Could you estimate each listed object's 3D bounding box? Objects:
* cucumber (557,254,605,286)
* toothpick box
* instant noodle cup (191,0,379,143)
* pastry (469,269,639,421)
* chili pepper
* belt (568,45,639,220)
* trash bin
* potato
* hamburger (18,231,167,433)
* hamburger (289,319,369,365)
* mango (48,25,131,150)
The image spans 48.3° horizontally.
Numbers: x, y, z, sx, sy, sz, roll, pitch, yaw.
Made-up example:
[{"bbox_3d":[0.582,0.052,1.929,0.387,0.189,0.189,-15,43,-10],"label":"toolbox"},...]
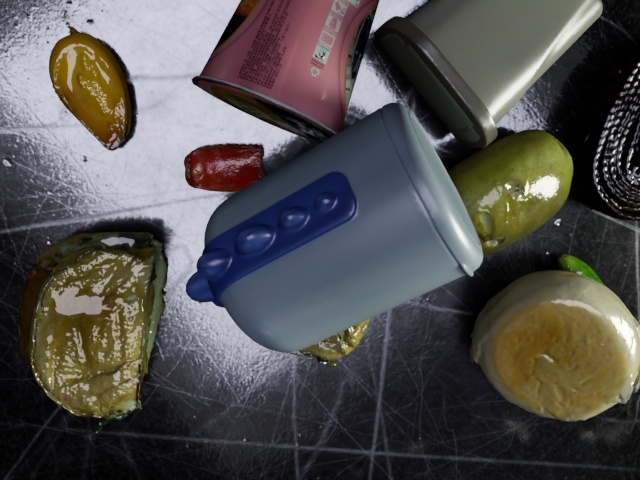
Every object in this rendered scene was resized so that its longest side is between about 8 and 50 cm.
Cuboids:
[{"bbox_3d":[0.470,0.125,1.193,0.056,0.056,0.250,-31,100,2],"label":"cucumber"},{"bbox_3d":[0.000,0.000,0.924,0.355,0.263,0.263,-28,102,15],"label":"toothpick box"},{"bbox_3d":[-0.026,-0.289,1.006,0.244,0.244,0.255,22,90,-8],"label":"instant noodle cup"},{"bbox_3d":[0.373,0.167,1.133,0.265,0.133,0.264,4,109,12],"label":"pastry"},{"bbox_3d":[-0.148,-0.113,1.094,0.123,0.073,0.070,-2,59,-6],"label":"chili pepper"},{"bbox_3d":[0.503,-0.170,1.085,0.184,0.164,0.289,20,96,-2],"label":"belt"},{"bbox_3d":[0.238,-0.294,1.019,0.250,0.219,0.220,-42,103,-2],"label":"trash bin"},{"bbox_3d":[0.266,-0.065,1.076,0.228,0.197,0.148,-23,81,-30],"label":"potato"},{"bbox_3d":[-0.356,0.127,1.089,0.211,0.132,0.308,8,100,-6],"label":"hamburger"},{"bbox_3d":[-0.016,0.093,1.128,0.206,0.130,0.183,18,97,11],"label":"hamburger"},{"bbox_3d":[-0.337,-0.225,1.060,0.101,0.066,0.187,-26,107,-7],"label":"mango"}]
